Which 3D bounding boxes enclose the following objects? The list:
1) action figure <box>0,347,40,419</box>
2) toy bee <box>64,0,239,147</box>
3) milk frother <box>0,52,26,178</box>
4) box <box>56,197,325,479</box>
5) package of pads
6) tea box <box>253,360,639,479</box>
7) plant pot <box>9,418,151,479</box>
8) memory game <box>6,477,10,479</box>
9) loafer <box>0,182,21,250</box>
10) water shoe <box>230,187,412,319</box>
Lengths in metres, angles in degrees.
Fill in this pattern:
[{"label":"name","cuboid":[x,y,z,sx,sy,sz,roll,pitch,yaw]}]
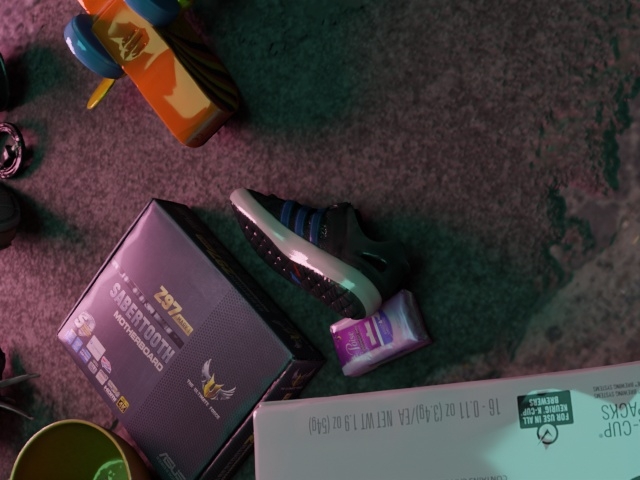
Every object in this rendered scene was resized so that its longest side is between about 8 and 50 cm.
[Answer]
[{"label":"action figure","cuboid":[-0.434,0.185,1.222,0.276,0.141,0.164,-19,63,30]},{"label":"toy bee","cuboid":[-0.174,-0.233,1.119,0.195,0.162,0.298,-19,100,21]},{"label":"milk frother","cuboid":[-0.403,-0.133,1.239,0.143,0.135,0.129,50,141,29]},{"label":"box","cuboid":[-0.130,0.101,1.087,0.232,0.059,0.183,47,107,27]},{"label":"package of pads","cuboid":[0.052,0.081,0.992,0.083,0.032,0.050,-28,68,26]},{"label":"tea box","cuboid":[0.153,0.257,0.786,0.329,0.220,0.323,-12,76,28]},{"label":"plant pot","cuboid":[-0.215,0.242,1.096,0.134,0.095,0.134,-5,77,21]},{"label":"memory game","cuboid":[-0.282,0.323,1.185,0.186,0.012,0.186,-4,83,31]},{"label":"loafer","cuboid":[-0.420,-0.038,1.279,0.267,0.096,0.084,30,120,38]},{"label":"water shoe","cuboid":[0.000,0.000,1.024,0.080,0.073,0.203,-38,48,-18]}]
